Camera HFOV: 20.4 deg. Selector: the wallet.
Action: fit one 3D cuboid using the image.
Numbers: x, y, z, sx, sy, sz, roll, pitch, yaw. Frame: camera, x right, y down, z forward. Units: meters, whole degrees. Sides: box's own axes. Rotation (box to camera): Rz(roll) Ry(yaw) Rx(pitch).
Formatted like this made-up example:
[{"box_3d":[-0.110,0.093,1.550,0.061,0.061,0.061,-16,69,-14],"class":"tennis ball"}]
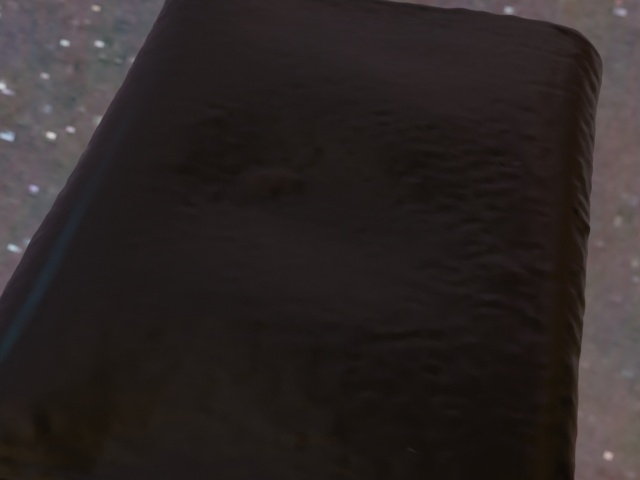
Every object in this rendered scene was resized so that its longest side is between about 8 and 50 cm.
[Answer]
[{"box_3d":[0.000,0.000,0.566,0.321,0.170,0.044,-73,-9,-56],"class":"wallet"}]
